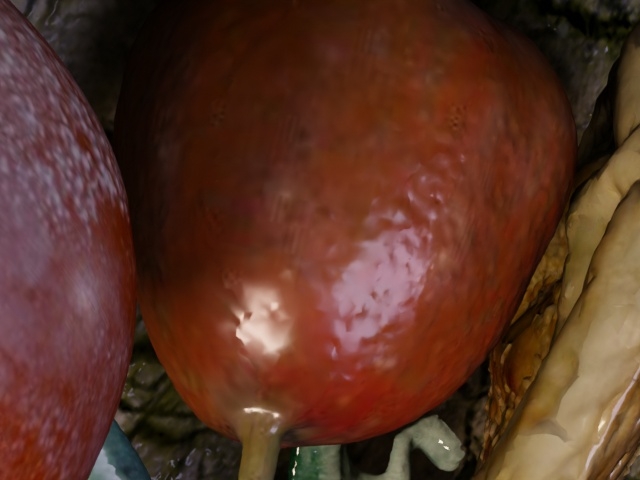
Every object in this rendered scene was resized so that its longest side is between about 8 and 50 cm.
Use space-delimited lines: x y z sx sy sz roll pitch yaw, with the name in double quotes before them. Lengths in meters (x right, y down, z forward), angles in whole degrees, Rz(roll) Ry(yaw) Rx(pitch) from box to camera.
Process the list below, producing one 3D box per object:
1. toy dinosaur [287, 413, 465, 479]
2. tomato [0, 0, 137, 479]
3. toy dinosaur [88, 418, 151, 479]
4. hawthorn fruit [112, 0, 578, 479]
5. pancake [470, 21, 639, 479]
"toy dinosaur" 0.030 0.116 0.880 0.129 0.076 0.383 -7 101 -48
"tomato" -0.190 0.012 0.472 0.270 0.270 0.227 -35 146 -24
"toy dinosaur" -0.172 0.194 0.728 0.383 0.129 0.331 -48 116 -3
"hawthorn fruit" 0.000 0.000 0.674 0.199 0.199 0.251 43 51 -44
"pancake" 0.119 0.069 0.795 0.387 0.082 0.387 15 90 -85
